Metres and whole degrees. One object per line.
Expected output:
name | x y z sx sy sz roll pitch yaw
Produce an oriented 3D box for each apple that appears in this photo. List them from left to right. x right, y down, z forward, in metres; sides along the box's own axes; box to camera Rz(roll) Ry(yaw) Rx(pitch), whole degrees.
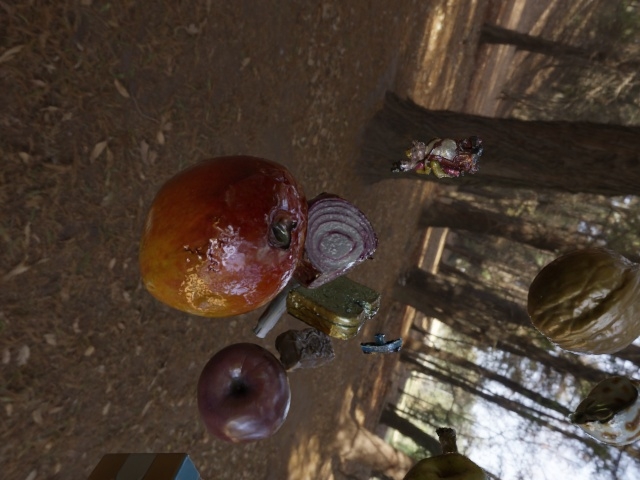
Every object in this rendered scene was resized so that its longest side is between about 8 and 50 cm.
apple | -0.232 0.466 1.419 0.235 0.306 0.305 81 32 -56

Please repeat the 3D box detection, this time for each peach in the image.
peach | -0.144 -0.004 0.709 0.238 0.281 0.281 61 32 -10

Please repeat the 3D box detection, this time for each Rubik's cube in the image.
Rubik's cube | -0.560 0.908 1.442 0.344 0.347 0.346 -63 141 -60

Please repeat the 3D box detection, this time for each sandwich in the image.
sandwich | 0.052 0.209 1.548 0.273 0.249 0.095 -26 137 -57

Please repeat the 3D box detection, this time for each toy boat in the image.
toy boat | 0.191 0.322 1.462 0.060 0.137 0.060 -1 84 -63

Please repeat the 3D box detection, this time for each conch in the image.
conch | 0.806 0.450 1.238 0.275 0.148 0.183 -33 -176 -2

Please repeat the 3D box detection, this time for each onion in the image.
onion | -0.003 0.001 1.188 0.216 0.206 0.207 -18 167 -32

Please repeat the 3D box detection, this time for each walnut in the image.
walnut | 0.783 0.176 1.353 0.333 0.333 0.332 19 90 -74

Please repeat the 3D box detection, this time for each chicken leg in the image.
chicken leg | 0.352 0.607 1.249 0.125 0.081 0.196 -23 -120 60

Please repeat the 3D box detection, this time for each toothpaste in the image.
toothpaste | -0.151 0.234 1.766 0.323 0.066 0.100 -54 -146 19

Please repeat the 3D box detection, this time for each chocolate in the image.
chocolate | -0.054 0.393 1.714 0.214 0.148 0.093 6 142 -48

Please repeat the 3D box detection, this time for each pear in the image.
pear | 0.246 0.517 0.884 0.197 0.198 0.197 19 90 -74

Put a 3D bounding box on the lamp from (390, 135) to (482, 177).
lamp | 0.327 -0.242 1.332 0.118 0.254 0.118 3 90 -76
